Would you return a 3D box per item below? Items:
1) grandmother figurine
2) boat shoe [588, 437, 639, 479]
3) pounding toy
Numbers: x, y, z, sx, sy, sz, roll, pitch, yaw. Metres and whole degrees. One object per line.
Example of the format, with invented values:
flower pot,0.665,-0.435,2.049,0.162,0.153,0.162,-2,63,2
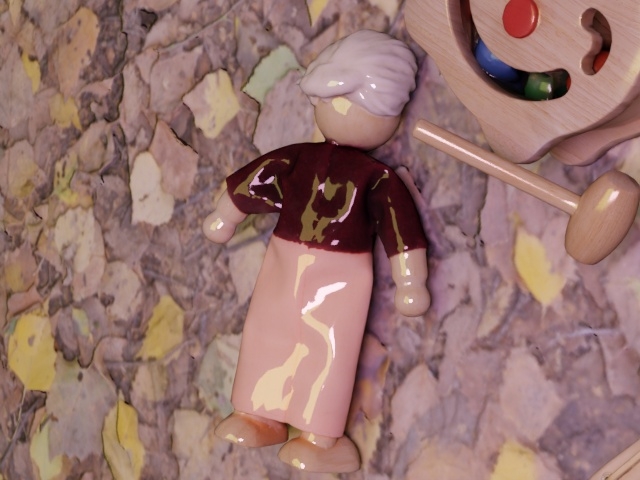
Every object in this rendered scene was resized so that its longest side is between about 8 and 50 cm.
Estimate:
grandmother figurine,0.000,0.000,1.035,0.208,0.104,0.342,16,97,16
boat shoe,0.263,0.083,0.763,0.098,0.109,0.302,53,128,31
pounding toy,0.144,-0.131,0.851,0.154,0.155,0.269,-54,54,34
